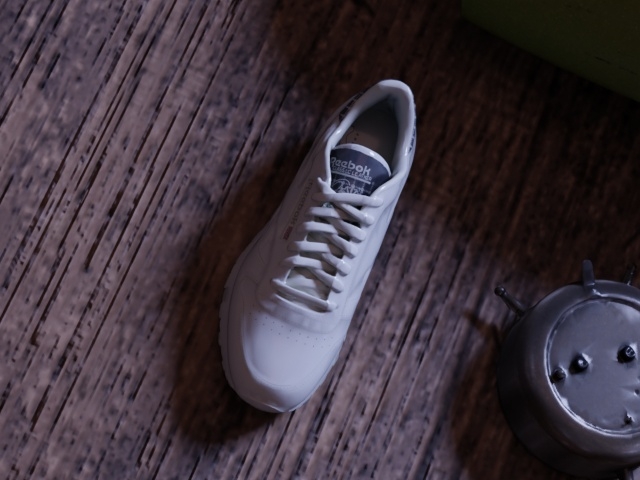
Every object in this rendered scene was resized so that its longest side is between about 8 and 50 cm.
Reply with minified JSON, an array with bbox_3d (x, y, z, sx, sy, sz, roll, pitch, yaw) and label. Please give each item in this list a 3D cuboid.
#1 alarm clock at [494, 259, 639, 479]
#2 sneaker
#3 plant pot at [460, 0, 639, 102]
[{"bbox_3d":[0.193,0.110,1.285,0.129,0.064,0.192,-10,76,-17],"label":"alarm clock"},{"bbox_3d":[0.000,0.000,1.259,0.090,0.095,0.235,23,68,-6],"label":"sneaker"},{"bbox_3d":[0.251,-0.201,1.322,0.293,0.275,0.275,8,68,5],"label":"plant pot"}]
